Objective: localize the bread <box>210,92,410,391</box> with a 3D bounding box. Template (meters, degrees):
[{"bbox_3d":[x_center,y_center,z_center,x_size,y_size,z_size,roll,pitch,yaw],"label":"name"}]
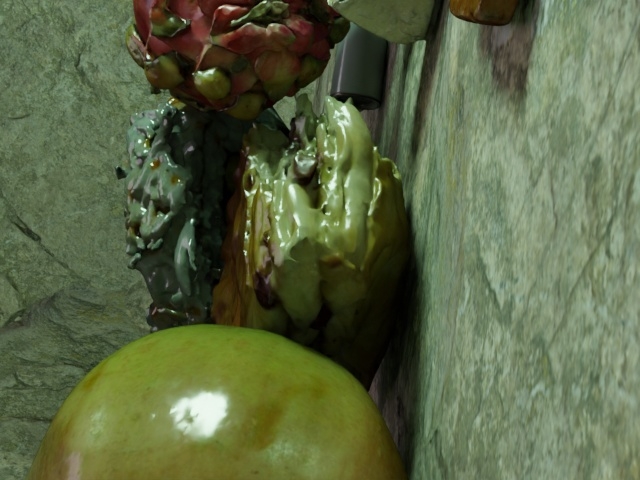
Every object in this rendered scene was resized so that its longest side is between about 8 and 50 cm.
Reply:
[{"bbox_3d":[0.000,0.000,1.170,0.370,0.192,0.314,110,166,-55],"label":"bread"}]

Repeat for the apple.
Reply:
[{"bbox_3d":[-0.083,0.240,0.970,0.305,0.339,0.338,-81,1,-56],"label":"apple"}]

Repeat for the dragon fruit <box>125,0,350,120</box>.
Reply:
[{"bbox_3d":[-0.100,-0.255,1.283,0.269,0.250,0.291,-50,28,30],"label":"dragon fruit"}]

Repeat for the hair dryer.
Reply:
[{"bbox_3d":[0.062,-0.243,1.673,0.236,0.073,0.131,67,-150,-80],"label":"hair dryer"}]

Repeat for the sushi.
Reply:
[{"bbox_3d":[-0.117,-0.017,1.500,0.417,0.176,0.417,32,-131,-46],"label":"sushi"}]

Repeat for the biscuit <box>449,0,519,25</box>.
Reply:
[{"bbox_3d":[0.129,-0.276,0.832,0.284,0.043,0.306,106,168,-59],"label":"biscuit"}]

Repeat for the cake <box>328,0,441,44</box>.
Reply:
[{"bbox_3d":[0.111,-0.292,1.138,0.220,0.117,0.086,-42,30,29],"label":"cake"}]
